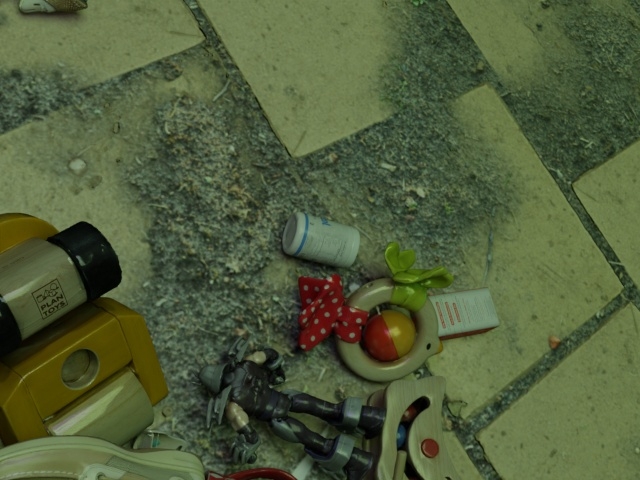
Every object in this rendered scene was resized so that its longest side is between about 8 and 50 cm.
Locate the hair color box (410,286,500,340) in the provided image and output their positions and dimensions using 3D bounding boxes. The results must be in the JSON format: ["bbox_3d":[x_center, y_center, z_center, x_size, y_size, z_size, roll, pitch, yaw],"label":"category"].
[{"bbox_3d":[0.221,0.124,1.550,0.141,0.043,0.072,-5,72,-29],"label":"hair color box"}]

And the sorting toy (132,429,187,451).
[{"bbox_3d":[-0.215,0.296,1.266,0.075,0.044,0.083,12,83,-38],"label":"sorting toy"}]

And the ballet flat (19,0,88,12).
[{"bbox_3d":[-0.456,-0.385,1.417,0.206,0.073,0.067,27,88,-11],"label":"ballet flat"}]

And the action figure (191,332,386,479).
[{"bbox_3d":[-0.055,0.243,1.323,0.285,0.099,0.185,26,57,-8],"label":"action figure"}]

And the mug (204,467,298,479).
[{"bbox_3d":[-0.094,0.378,1.272,0.169,0.150,0.113,24,97,-11],"label":"mug"}]

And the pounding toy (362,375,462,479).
[{"bbox_3d":[0.154,0.324,1.368,0.154,0.155,0.270,16,63,-15],"label":"pounding toy"}]

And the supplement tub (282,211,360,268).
[{"bbox_3d":[0.000,0.000,1.474,0.107,0.071,0.071,15,64,-21],"label":"supplement tub"}]

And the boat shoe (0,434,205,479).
[{"bbox_3d":[-0.262,0.301,1.100,0.302,0.109,0.098,16,40,-38],"label":"boat shoe"}]

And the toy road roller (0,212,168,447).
[{"bbox_3d":[-0.364,0.121,1.200,0.202,0.240,0.330,-34,124,-32],"label":"toy road roller"}]

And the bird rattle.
[{"bbox_3d":[0.089,0.124,1.426,0.253,0.143,0.207,-28,107,-16],"label":"bird rattle"}]
